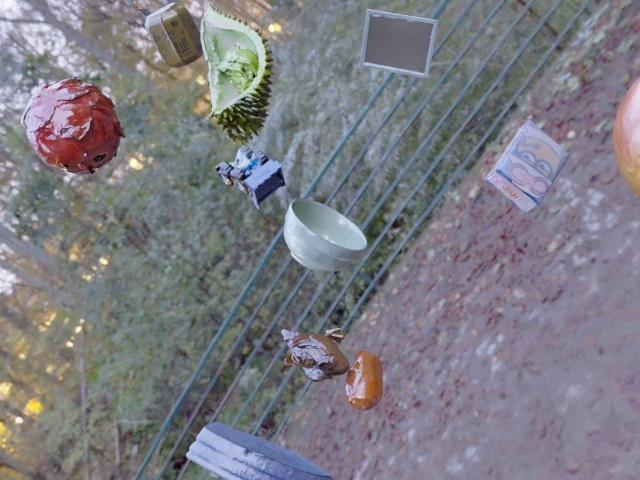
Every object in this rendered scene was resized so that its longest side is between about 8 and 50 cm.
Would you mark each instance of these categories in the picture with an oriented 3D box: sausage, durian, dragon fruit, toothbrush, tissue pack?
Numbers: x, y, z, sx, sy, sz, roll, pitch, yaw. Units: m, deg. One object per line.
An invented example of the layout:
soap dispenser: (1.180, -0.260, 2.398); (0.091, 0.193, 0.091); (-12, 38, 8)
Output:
sausage: (0.101, 0.310, 1.399); (0.089, 0.089, 0.179); (-49, 11, 25)
durian: (-0.195, -0.371, 1.457); (0.157, 0.169, 0.356); (124, 145, -55)
dragon fruit: (-0.627, -0.292, 1.599); (0.241, 0.252, 0.241); (-46, 12, 13)
toothbrush: (-0.644, -0.824, 2.203); (0.023, 0.321, 0.031); (-53, 19, -23)
tissue pack: (0.421, -0.150, 1.285); (0.155, 0.115, 0.065); (-51, 0, -23)

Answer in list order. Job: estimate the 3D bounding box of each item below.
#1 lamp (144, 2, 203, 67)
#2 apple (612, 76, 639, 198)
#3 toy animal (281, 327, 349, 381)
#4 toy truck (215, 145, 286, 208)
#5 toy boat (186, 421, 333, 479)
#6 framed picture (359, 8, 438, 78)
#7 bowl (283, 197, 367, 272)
lamp: (-0.477, -0.672, 2.072); (0.161, 0.185, 0.161); (-20, 28, 12)
apple: (0.829, -0.218, 1.377); (0.364, 0.363, 0.364); (-51, 13, 17)
toy animal: (-0.025, 0.253, 1.399); (0.179, 0.188, 0.089); (-30, -45, -62)
toy truck: (-0.184, -0.170, 1.736); (0.113, 0.126, 0.208); (-42, 38, -19)
toy boat: (-0.105, 0.424, 1.168); (0.127, 0.282, 0.078); (54, -124, -78)
framed picture: (0.194, -0.491, 1.574); (0.011, 0.183, 0.142); (-48, -31, -58)
bowl: (0.000, 0.000, 2.210); (0.163, 0.307, 0.307); (-62, 9, 21)
